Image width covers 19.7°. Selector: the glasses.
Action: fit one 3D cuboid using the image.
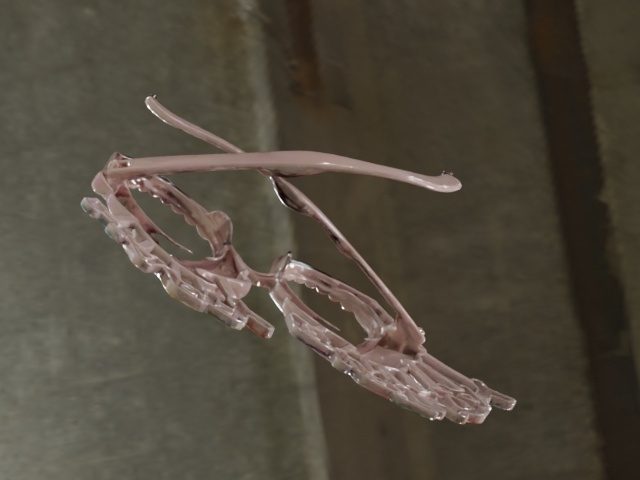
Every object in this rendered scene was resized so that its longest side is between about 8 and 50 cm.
[{"bbox_3d":[-0.002,0.008,0.901,0.255,0.162,0.095,26,-68,-22],"label":"glasses"}]
